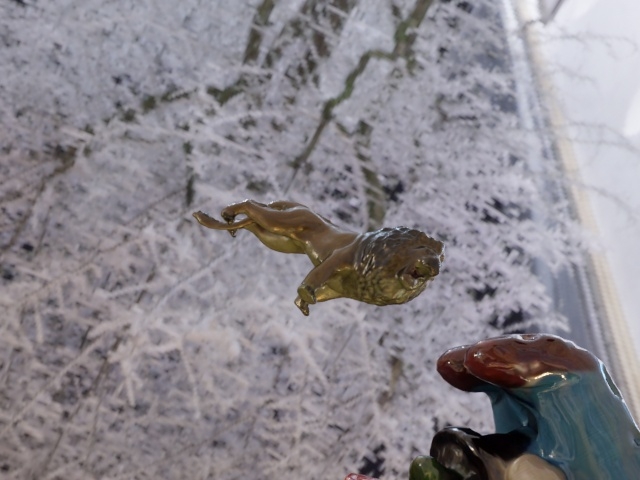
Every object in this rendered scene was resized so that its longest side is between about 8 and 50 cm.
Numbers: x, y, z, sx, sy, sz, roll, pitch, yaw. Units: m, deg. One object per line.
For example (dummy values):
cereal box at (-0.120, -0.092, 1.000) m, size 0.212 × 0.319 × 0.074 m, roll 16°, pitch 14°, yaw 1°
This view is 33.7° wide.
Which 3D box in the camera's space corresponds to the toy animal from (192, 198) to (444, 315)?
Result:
toy animal at (-0.011, 0.013, 0.787) m, size 0.220 × 0.069 × 0.086 m, roll 17°, pitch -116°, yaw 26°

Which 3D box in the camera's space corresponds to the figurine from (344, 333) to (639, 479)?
figurine at (0.034, 0.150, 0.416) m, size 0.234 × 0.127 × 0.185 m, roll -21°, pitch -87°, yaw -12°
